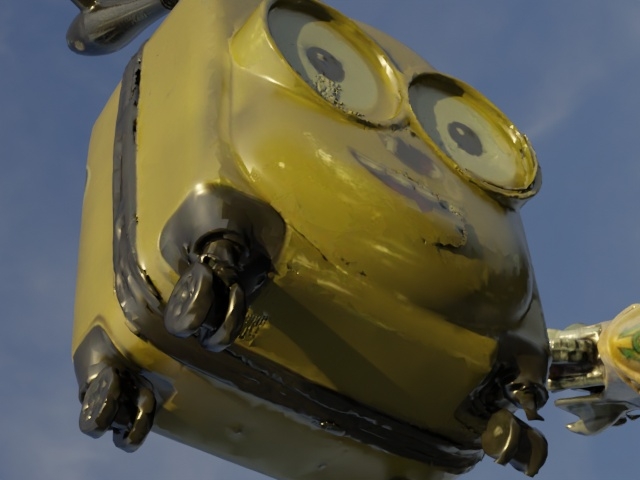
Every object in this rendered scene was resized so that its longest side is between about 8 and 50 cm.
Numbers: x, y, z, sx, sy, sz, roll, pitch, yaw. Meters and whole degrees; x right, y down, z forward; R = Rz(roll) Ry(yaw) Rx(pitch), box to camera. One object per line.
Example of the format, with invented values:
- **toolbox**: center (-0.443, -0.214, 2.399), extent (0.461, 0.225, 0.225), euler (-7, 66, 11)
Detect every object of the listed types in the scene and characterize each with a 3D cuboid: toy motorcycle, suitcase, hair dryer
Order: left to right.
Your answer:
- **hair dryer**: center (-0.125, -0.141, 0.925), extent (0.083, 0.079, 0.031), euler (51, -137, -20)
- **suitcase**: center (0.000, 0.000, 0.753), extent (0.194, 0.235, 0.143), euler (24, -55, -23)
- **toy motorcycle**: center (0.255, 0.102, 1.344), extent (0.229, 0.130, 0.094), euler (13, -114, -43)
